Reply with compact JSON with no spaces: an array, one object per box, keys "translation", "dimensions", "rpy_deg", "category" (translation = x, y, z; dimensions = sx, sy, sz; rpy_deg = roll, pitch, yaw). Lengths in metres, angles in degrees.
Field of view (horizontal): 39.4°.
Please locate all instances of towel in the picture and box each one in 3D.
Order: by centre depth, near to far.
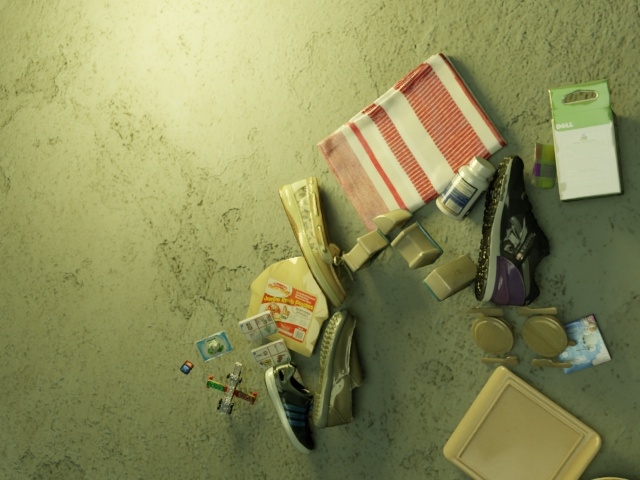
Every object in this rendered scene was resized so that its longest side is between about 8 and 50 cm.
[{"translation":[0.421,-0.141,1.677],"dimensions":[0.009,0.060,0.083],"rpy_deg":[8,96,57],"category":"towel"},{"translation":[0.175,-0.190,1.796],"dimensions":[0.329,0.037,0.237],"rpy_deg":[-36,77,20],"category":"towel"}]

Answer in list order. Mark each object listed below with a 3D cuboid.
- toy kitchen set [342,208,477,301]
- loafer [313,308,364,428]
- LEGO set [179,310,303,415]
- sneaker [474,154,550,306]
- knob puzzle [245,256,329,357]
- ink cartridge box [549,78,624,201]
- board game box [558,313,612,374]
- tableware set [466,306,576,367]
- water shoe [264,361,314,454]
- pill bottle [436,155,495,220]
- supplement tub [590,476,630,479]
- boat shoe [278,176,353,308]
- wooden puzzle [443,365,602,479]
[{"translation":[0.177,0.051,1.772],"dimensions":[0.207,0.122,0.166],"rpy_deg":[52,129,15],"category":"toy kitchen set"},{"translation":[0.045,0.266,1.843],"dimensions":[0.088,0.094,0.251],"rpy_deg":[9,93,-10],"category":"loafer"},{"translation":[-0.176,0.272,1.935],"dimensions":[0.244,0.060,0.182],"rpy_deg":[-23,96,13],"category":"LEGO set"},{"translation":[0.374,-0.016,1.691],"dimensions":[0.124,0.107,0.283],"rpy_deg":[9,89,-2],"category":"sneaker"},{"translation":[-0.062,0.127,1.909],"dimensions":[0.213,0.030,0.213],"rpy_deg":[0,91,25],"category":"knob puzzle"},{"translation":[0.488,-0.180,1.640],"dimensions":[0.109,0.062,0.209],"rpy_deg":[-7,88,24],"category":"ink cartridge box"},{"translation":[0.484,0.194,1.669],"dimensions":[0.090,0.020,0.090],"rpy_deg":[-24,82,23],"category":"board game box"},{"translation":[0.379,0.173,1.689],"dimensions":[0.194,0.039,0.128],"rpy_deg":[-3,114,39],"category":"tableware set"},{"translation":[-0.046,0.353,1.870],"dimensions":[0.080,0.073,0.203],"rpy_deg":[-24,99,7],"category":"water shoe"},{"translation":[0.282,-0.102,1.722],"dimensions":[0.067,0.067,0.120],"rpy_deg":[43,116,18],"category":"pill bottle"},{"translation":[0.494,0.525,1.497],"dimensions":[0.228,0.316,0.228],"rpy_deg":[-2,84,20],"category":"supplement tub"},{"translation":[0.000,0.000,1.833],"dimensions":[0.089,0.104,0.285],"rpy_deg":[-22,75,-2],"category":"boat shoe"},{"translation":[0.383,0.392,1.709],"dimensions":[0.239,0.044,0.221],"rpy_deg":[37,105,24],"category":"wooden puzzle"}]
